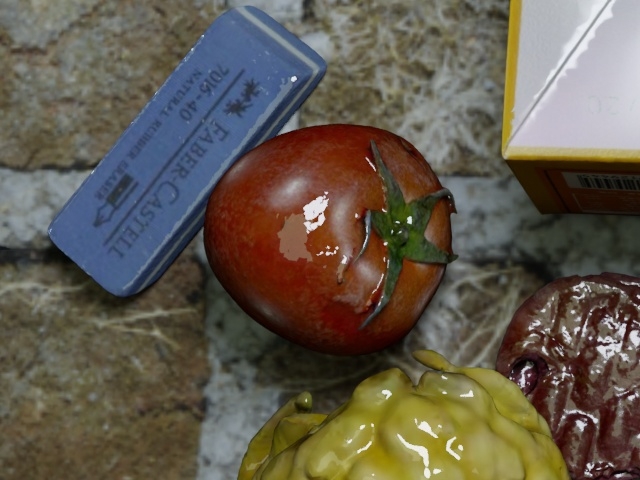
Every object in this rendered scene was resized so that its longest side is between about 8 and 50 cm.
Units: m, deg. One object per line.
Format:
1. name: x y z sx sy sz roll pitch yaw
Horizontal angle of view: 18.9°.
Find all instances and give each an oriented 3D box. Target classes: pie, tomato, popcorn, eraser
1. pie: 0.191 0.092 1.282 0.153 0.038 0.154 -1 83 10
2. tomato: 0.000 0.000 1.287 0.167 0.167 0.167 -2 82 13
3. popcorn: 0.048 0.179 1.195 0.250 0.250 0.190 -18 65 10
4. eraser: -0.095 -0.065 1.372 0.082 0.036 0.225 41 93 17

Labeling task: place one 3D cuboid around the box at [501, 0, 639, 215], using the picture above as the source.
1. box: 0.272 -0.149 1.206 0.283 0.214 0.260 3 80 13
